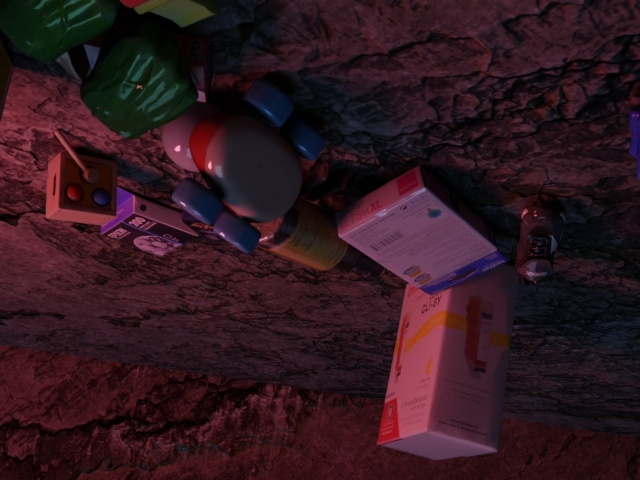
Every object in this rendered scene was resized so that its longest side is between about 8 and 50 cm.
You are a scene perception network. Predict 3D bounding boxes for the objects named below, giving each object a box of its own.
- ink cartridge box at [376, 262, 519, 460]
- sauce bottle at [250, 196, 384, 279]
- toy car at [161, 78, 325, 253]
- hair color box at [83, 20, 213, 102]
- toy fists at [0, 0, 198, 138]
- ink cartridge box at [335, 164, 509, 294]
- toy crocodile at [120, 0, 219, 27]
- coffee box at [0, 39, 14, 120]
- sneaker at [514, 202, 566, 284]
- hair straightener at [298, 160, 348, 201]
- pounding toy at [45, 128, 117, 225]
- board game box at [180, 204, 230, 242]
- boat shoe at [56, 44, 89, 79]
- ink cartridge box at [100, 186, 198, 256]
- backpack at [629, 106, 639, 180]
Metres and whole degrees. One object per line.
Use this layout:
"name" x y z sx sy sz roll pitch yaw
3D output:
"ink cartridge box" 0.265 0.245 1.706 0.160 0.385 0.279 18 157 -10
"sauce bottle" 0.000 0.000 1.498 0.111 0.111 0.344 -6 161 35
"toy car" -0.160 -0.142 1.271 0.238 0.219 0.210 31 173 36
"hair color box" -0.240 -0.255 1.152 0.167 0.053 0.093 9 157 -1
"toy fists" -0.276 -0.259 1.041 0.142 0.096 0.279 -25 123 34
"ink cartridge box" 0.192 -0.007 1.483 0.185 0.065 0.311 -29 138 27
"toy crocodile" -0.246 -0.337 0.886 0.115 0.105 0.340 -6 153 34
"coffee box" -0.632 -0.161 1.073 0.337 0.338 0.334 14 174 -13
"sneaker" 0.392 0.016 1.459 0.078 0.106 0.234 5 157 9
"hair straightener" -0.053 -0.101 1.468 0.089 0.047 0.230 25 158 -32
"pounding toy" -0.445 -0.114 1.505 0.130 0.141 0.100 8 163 -35
"board game box" -0.138 -0.027 1.638 0.243 0.042 0.165 6 167 11
"boat shoe" -0.370 -0.283 1.152 0.045 0.050 0.135 8 148 14
"ink cartridge box" -0.393 -0.037 1.756 0.208 0.045 0.206 24 155 -27
"backpack" 0.460 -0.126 1.065 0.098 0.101 0.120 -27 126 -9
